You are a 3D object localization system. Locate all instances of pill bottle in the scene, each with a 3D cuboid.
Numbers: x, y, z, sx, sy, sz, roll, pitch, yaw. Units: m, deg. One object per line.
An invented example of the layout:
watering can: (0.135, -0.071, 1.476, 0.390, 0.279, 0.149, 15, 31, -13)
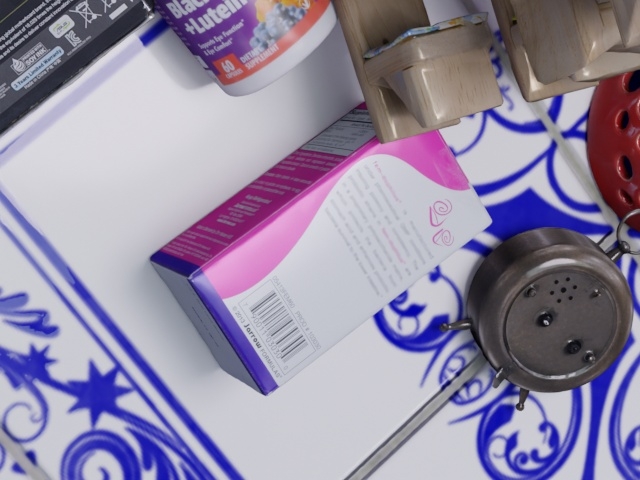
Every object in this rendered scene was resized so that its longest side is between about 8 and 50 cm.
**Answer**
pill bottle: (-0.083, -0.207, 1.215, 0.108, 0.108, 0.193, -44, 111, -12)

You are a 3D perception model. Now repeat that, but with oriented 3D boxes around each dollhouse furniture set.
dollhouse furniture set: (0.240, -0.261, 1.143, 0.394, 0.362, 0.257, -17, 89, -28)

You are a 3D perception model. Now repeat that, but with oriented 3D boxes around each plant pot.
plant pot: (0.339, -0.081, 1.377, 0.191, 0.174, 0.191, -4, 100, -21)

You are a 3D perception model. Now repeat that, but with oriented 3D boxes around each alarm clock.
alarm clock: (0.202, 0.045, 1.371, 0.192, 0.064, 0.129, -44, 110, 4)

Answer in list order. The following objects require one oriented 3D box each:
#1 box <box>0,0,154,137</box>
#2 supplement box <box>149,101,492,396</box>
box: (-0.349, -0.148, 1.040, 0.395, 0.097, 0.318, -37, 113, 12)
supplement box: (0.000, 0.000, 1.275, 0.220, 0.114, 0.111, -36, 108, -14)
